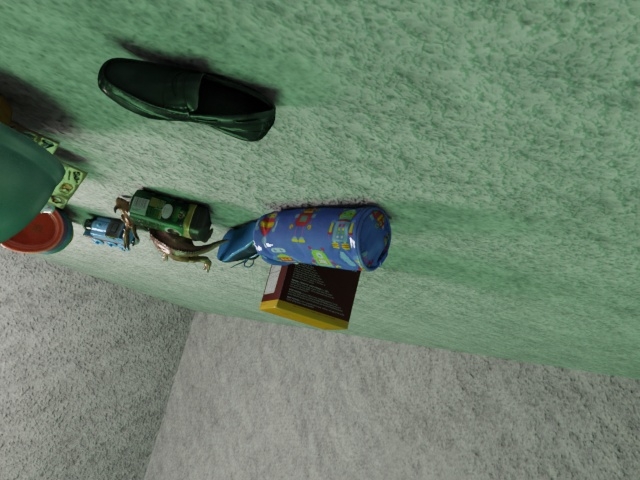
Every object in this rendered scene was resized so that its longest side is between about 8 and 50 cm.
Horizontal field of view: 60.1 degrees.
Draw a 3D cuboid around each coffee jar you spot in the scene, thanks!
[{"bbox_3d":[-0.353,-0.059,1.314,0.184,0.079,0.096,15,164,-1],"label":"coffee jar"}]

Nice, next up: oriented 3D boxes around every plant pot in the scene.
[{"bbox_3d":[-0.611,-0.086,0.921,0.293,0.196,0.293,14,163,4],"label":"plant pot"}]

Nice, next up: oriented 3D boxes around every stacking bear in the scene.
[{"bbox_3d":[-0.870,-0.032,1.766,0.164,0.175,0.289,25,173,-10],"label":"stacking bear"}]

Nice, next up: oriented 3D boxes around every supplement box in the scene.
[{"bbox_3d":[-0.020,0.102,1.366,0.191,0.194,0.129,20,164,-21],"label":"supplement box"}]

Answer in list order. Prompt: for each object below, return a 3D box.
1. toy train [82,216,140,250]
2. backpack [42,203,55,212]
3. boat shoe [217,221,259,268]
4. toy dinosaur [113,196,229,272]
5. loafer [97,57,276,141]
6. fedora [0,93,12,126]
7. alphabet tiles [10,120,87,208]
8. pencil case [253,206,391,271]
[{"bbox_3d":[-0.655,-0.027,1.722,0.184,0.080,0.105,13,156,15],"label":"toy train"},{"bbox_3d":[-0.707,-0.125,1.288,0.166,0.144,0.188,3,165,20],"label":"backpack"},{"bbox_3d":[-0.186,0.022,1.408,0.089,0.109,0.258,19,167,-29],"label":"boat shoe"},{"bbox_3d":[-0.384,-0.004,1.394,0.296,0.127,0.200,16,176,29],"label":"toy dinosaur"},{"bbox_3d":[-0.164,-0.187,0.701,0.223,0.076,0.078,14,160,-16],"label":"loafer"},{"bbox_3d":[-0.594,-0.224,0.942,0.194,0.079,0.194,15,163,5],"label":"fedora"},{"bbox_3d":[-0.621,-0.150,1.139,0.237,0.009,0.198,26,123,-37],"label":"alphabet tiles"},{"bbox_3d":[0.000,0.000,1.118,0.306,0.119,0.133,0,131,43],"label":"pencil case"}]
